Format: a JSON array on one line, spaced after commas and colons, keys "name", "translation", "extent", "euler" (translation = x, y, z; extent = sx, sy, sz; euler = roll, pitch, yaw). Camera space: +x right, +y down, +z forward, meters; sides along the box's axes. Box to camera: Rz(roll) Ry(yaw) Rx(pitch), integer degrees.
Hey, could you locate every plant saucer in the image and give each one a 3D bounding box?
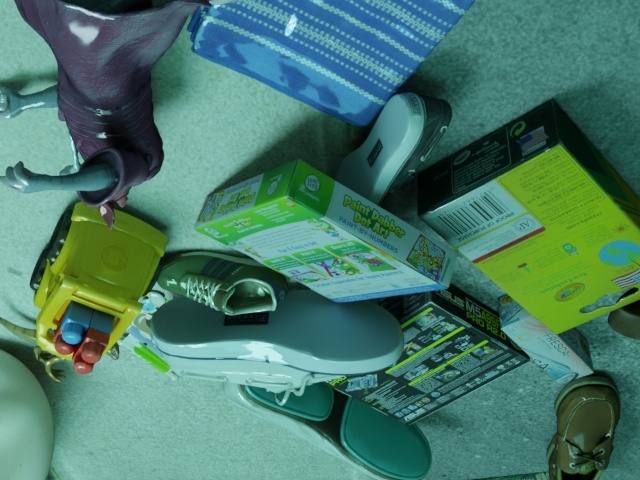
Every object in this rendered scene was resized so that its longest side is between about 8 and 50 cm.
[{"name": "plant saucer", "translation": [0.472, 0.088, 1.206], "extent": [0.168, 0.168, 0.029], "euler": [-9, 108, 14]}]

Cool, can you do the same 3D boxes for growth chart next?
[{"name": "growth chart", "translation": [-0.219, 0.136, 1.403], "extent": [0.237, 0.021, 0.172], "euler": [-32, 127, 32]}]

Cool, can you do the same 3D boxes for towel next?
[{"name": "towel", "translation": [0.036, -0.265, 0.912], "extent": [0.243, 0.040, 0.336], "euler": [23, 135, -22]}]

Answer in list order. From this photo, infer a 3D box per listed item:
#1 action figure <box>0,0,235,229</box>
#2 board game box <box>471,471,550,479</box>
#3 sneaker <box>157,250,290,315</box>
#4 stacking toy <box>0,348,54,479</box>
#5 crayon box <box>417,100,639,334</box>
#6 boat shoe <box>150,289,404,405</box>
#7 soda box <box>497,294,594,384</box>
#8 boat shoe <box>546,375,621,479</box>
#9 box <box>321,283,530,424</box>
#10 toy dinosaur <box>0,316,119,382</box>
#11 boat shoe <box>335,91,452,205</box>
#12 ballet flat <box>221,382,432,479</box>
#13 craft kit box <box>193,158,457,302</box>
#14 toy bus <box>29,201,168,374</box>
[{"name": "action figure", "translation": [-0.228, -0.172, 0.968], "extent": [0.275, 0.248, 0.370], "euler": [-18, 140, -15]}, {"name": "board game box", "translation": [0.351, 0.512, 1.782], "extent": [0.259, 0.030, 0.136], "euler": [-10, 139, 15]}, {"name": "sneaker", "translation": [-0.139, 0.064, 1.255], "extent": [0.192, 0.086, 0.064], "euler": [3, 120, 0]}, {"name": "stacking toy", "translation": [-0.593, 0.399, 1.589], "extent": [0.350, 0.351, 0.480], "euler": [3, 158, 1]}, {"name": "crayon box", "translation": [0.296, -0.014, 1.145], "extent": [0.202, 0.081, 0.318], "euler": [-28, 129, 32]}, {"name": "boat shoe", "translation": [-0.059, 0.172, 1.317], "extent": [0.367, 0.136, 0.156], "euler": [-1, 135, 8]}, {"name": "soda box", "translation": [0.337, 0.142, 1.337], "extent": [0.063, 0.058, 0.183], "euler": [-26, 130, 30]}, {"name": "boat shoe", "translation": [0.453, 0.348, 1.526], "extent": [0.110, 0.104, 0.307], "euler": [-2, 138, 7]}, {"name": "box", "translation": [0.151, 0.176, 1.390], "extent": [0.216, 0.060, 0.270], "euler": [31, 132, -26]}, {"name": "toy dinosaur", "translation": [-0.429, 0.161, 1.431], "extent": [0.211, 0.064, 0.112], "euler": [13, 121, -24]}, {"name": "boat shoe", "translation": [0.087, -0.097, 1.077], "extent": [0.076, 0.080, 0.228], "euler": [-5, 149, -26]}, {"name": "ballet flat", "translation": [0.008, 0.292, 1.502], "extent": [0.400, 0.139, 0.139], "euler": [30, 133, -21]}, {"name": "craft kit box", "translation": [0.000, 0.000, 1.132], "extent": [0.246, 0.061, 0.250], "euler": [26, 159, -27]}, {"name": "toy bus", "translation": [-0.318, 0.092, 1.218], "extent": [0.149, 0.211, 0.220], "euler": [23, 137, -22]}]
